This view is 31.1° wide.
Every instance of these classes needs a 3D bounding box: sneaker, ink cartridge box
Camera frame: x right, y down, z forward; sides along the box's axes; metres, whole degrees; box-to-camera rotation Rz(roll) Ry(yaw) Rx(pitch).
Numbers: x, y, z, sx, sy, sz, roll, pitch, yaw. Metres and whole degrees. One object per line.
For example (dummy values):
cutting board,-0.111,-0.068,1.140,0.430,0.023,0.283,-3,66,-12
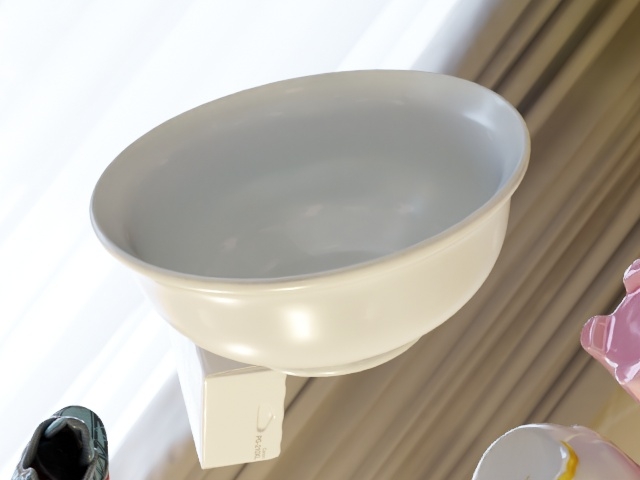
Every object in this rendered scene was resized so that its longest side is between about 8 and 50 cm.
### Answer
sneaker,-0.263,0.234,1.209,0.104,0.125,0.262,27,-161,-8
ink cartridge box,-0.120,0.132,1.408,0.237,0.100,0.172,-113,21,-45

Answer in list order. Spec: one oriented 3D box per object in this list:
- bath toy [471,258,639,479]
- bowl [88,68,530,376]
bath toy,0.220,0.060,0.569,0.129,0.348,0.151,33,-169,-18
bowl,0.000,0.000,0.793,0.298,0.298,0.134,35,142,51
